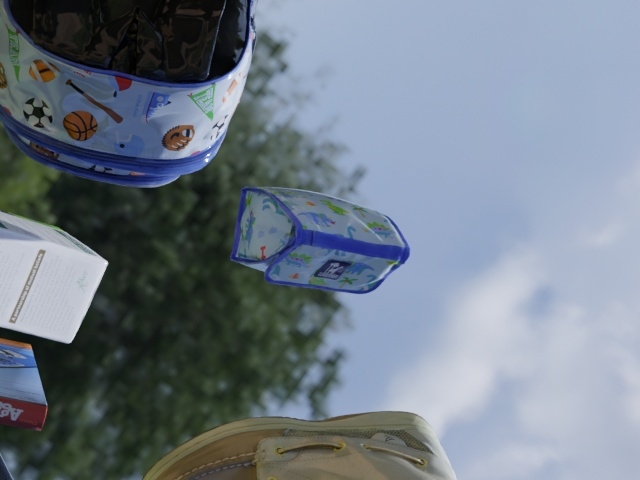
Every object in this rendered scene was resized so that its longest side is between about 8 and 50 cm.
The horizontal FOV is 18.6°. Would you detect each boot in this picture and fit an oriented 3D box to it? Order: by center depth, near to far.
[{"bbox_3d":[0.005,0.181,1.218,0.165,0.213,0.077,-129,-142,-54],"label":"boot"}]

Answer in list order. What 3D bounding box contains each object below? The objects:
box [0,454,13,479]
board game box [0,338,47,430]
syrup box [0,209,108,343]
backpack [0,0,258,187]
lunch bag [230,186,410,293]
[{"bbox_3d":[-0.284,0.290,1.791,0.059,0.233,0.183,-28,180,-16],"label":"box"},{"bbox_3d":[-0.373,0.094,1.625,0.145,0.281,0.027,-125,-130,-66],"label":"board game box"},{"bbox_3d":[-0.330,0.018,1.857,0.093,0.237,0.096,29,-84,44],"label":"syrup box"},{"bbox_3d":[-0.182,-0.169,1.721,0.263,0.276,0.213,-93,-168,-59],"label":"backpack"},{"bbox_3d":[0.000,0.000,1.917,0.151,0.128,0.096,5,-93,63],"label":"lunch bag"}]
